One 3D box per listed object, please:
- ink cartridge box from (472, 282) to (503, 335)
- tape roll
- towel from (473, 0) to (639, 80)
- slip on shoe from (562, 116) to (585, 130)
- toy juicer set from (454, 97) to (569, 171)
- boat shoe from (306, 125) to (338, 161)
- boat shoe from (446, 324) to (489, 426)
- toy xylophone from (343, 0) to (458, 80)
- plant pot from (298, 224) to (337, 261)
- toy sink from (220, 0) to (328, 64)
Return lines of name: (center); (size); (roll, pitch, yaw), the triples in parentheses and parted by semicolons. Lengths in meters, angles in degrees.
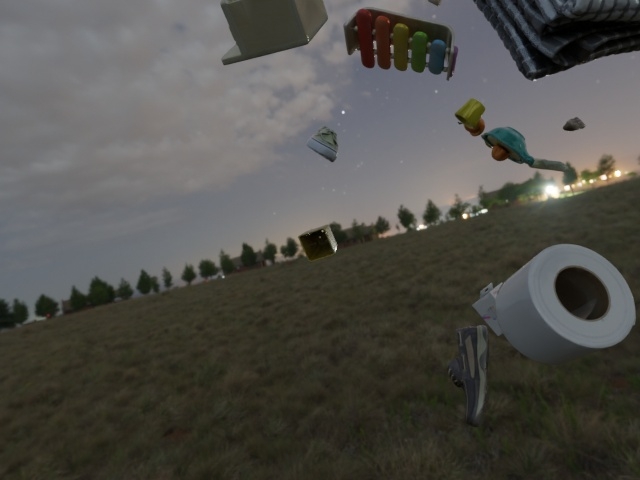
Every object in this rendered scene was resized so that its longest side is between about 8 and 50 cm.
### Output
ink cartridge box: (0.570, 0.213, 1.468); (0.092, 0.143, 0.090); (-21, -24, -41)
tape roll: (0.562, 0.152, 1.071); (0.246, 0.246, 0.169); (-14, -25, -13)
towel: (0.312, -0.342, 0.573); (0.235, 0.284, 0.121); (-13, -23, -16)
slip on shoe: (0.980, -0.444, 1.766); (0.135, 0.051, 0.041); (-18, -21, -43)
toy juicer set: (0.523, -0.260, 1.301); (0.089, 0.329, 0.209); (-52, -12, 10)
boat shoe: (0.012, -0.351, 1.602); (0.094, 0.109, 0.302); (-55, 19, 12)
boat shoe: (0.501, 0.452, 1.550); (0.130, 0.132, 0.355); (-2, 46, 24)
toy xylophone: (0.211, -0.543, 1.204); (0.322, 0.081, 0.236); (19, -16, 24)
plant pot: (0.000, 0.000, 1.259); (0.081, 0.081, 0.083); (-18, 13, 21)
toy sink: (-0.126, -0.509, 1.030); (0.234, 0.131, 0.153); (-2, 42, 27)
